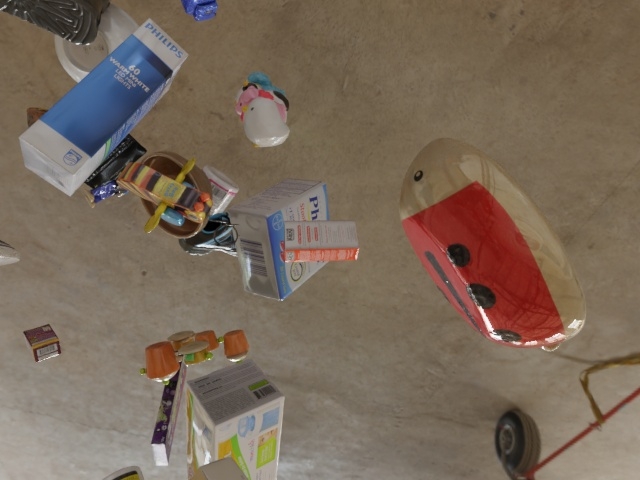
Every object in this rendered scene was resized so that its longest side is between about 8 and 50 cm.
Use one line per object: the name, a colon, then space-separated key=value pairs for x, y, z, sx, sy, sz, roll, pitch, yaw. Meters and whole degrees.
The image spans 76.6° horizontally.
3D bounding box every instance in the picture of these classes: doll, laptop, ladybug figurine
doll: x=-0.615 y=-0.163 z=1.237 sx=0.046 sy=0.189 sz=0.129 roll=53 pitch=146 yaw=5
laptop: x=-0.724 y=-0.275 z=1.347 sx=0.234 sy=0.136 sz=0.264 roll=-44 pitch=149 yaw=-7
ladybug figurine: x=0.295 y=0.026 z=0.757 sx=0.162 sy=0.305 sz=0.449 roll=-34 pitch=86 yaw=-7

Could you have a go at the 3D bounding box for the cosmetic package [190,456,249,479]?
cosmetic package: x=-0.140 y=0.313 z=0.466 sx=0.115 sy=0.041 sz=0.060 roll=-55 pitch=149 yaw=2

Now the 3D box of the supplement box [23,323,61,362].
supplement box: x=-0.646 y=0.237 z=0.941 sx=0.083 sy=0.055 sz=0.043 roll=24 pitch=119 yaw=40

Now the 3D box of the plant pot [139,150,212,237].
plant pot: x=-0.377 y=-0.135 z=1.111 sx=0.237 sy=0.110 sz=0.237 roll=14 pitch=120 yaw=24

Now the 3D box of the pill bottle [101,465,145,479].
pill bottle: x=-0.241 y=0.356 z=0.509 sx=0.065 sy=0.116 sz=0.065 roll=-28 pitch=148 yaw=-20

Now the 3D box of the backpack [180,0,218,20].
backpack: x=-0.332 y=-0.688 z=1.136 sx=0.101 sy=0.098 sz=0.120 roll=61 pitch=158 yaw=-10

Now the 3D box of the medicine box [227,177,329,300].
medicine box: x=-0.104 y=-0.015 z=1.206 sx=0.149 sy=0.289 sz=0.264 roll=11 pitch=121 yaw=32

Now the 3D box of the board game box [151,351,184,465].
board game box: x=-0.525 y=0.570 z=1.424 sx=0.056 sy=0.347 sz=0.208 roll=10 pitch=134 yaw=-13

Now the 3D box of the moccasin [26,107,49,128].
moccasin: x=-0.964 y=-0.452 z=1.633 sx=0.139 sy=0.380 sz=0.147 roll=-29 pitch=77 yaw=36

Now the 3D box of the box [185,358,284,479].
box: x=-0.135 y=0.309 z=0.624 sx=0.114 sy=0.103 sz=0.203 roll=-10 pitch=116 yaw=-37

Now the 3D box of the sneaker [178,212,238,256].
sneaker: x=-0.309 y=-0.024 z=1.416 sx=0.340 sy=0.125 sz=0.140 roll=-4 pitch=142 yaw=-34

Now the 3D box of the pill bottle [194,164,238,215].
pill bottle: x=-0.467 y=-0.140 z=1.602 sx=0.160 sy=0.160 sz=0.283 roll=35 pitch=100 yaw=-19

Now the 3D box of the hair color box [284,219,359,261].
hair color box: x=0.000 y=0.000 z=0.788 sx=0.141 sy=0.072 sz=0.043 roll=0 pitch=143 yaw=-5

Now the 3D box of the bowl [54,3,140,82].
bowl: x=-0.723 y=-0.613 z=1.304 sx=0.297 sy=0.134 sz=0.298 roll=-1 pitch=112 yaw=-2

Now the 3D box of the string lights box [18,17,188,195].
string lights box: x=-0.320 y=-0.199 z=0.613 sx=0.076 sy=0.260 sz=0.133 roll=40 pitch=153 yaw=-23

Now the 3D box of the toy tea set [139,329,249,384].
toy tea set: x=-0.369 y=0.351 z=1.208 sx=0.336 sy=0.200 sz=0.124 roll=-9 pitch=94 yaw=30

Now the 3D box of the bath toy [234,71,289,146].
bath toy: x=-0.156 y=-0.354 z=1.065 sx=0.151 sy=0.348 sz=0.129 roll=-5 pitch=122 yaw=-5

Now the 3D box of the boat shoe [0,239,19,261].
boat shoe: x=-0.851 y=-0.029 z=0.973 sx=0.127 sy=0.158 sz=0.340 roll=-11 pitch=173 yaw=-15

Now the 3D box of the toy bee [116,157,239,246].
toy bee: x=-0.313 y=-0.103 z=0.940 sx=0.298 sy=0.195 sz=0.162 roll=9 pitch=168 yaw=-24

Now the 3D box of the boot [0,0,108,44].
boot: x=-0.739 y=-0.738 z=1.062 sx=0.146 sy=0.445 sz=0.367 roll=-36 pitch=136 yaw=28
